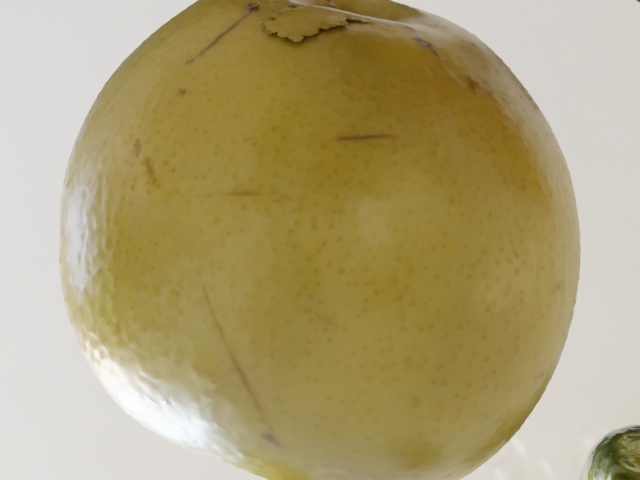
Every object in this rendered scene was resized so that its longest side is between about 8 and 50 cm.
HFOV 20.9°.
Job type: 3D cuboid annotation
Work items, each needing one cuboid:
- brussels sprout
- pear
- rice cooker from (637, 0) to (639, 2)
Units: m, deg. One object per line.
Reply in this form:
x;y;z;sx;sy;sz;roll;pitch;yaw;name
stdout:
0.289;0.222;1.467;0.155;0.155;0.117;-38;151;-46;brussels sprout
0.000;0.000;1.127;0.348;0.348;0.348;-35;-177;2;pear
0.330;-0.275;1.649;0.165;0.106;0.112;30;-75;54;rice cooker
